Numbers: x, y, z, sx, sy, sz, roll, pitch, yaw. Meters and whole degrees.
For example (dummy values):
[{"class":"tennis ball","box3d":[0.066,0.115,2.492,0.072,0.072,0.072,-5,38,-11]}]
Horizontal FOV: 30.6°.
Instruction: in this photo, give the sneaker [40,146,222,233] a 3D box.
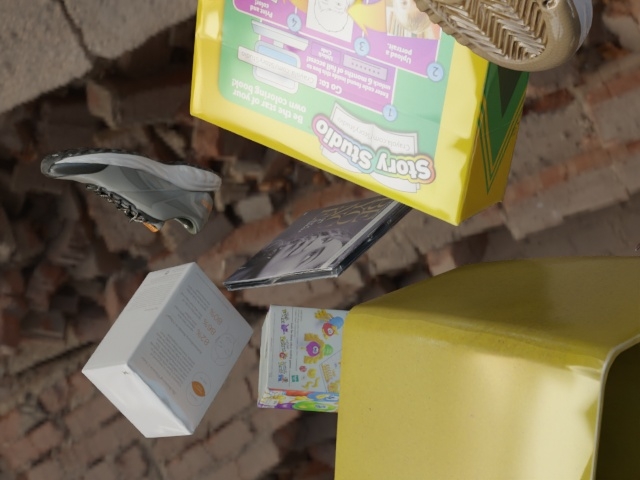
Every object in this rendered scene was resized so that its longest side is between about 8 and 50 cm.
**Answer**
[{"class":"sneaker","box3d":[-0.266,-0.072,1.665,0.271,0.100,0.108,12,89,-33]}]

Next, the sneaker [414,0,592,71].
[{"class":"sneaker","box3d":[0.065,-0.225,0.530,0.282,0.153,0.099,53,151,-15]}]

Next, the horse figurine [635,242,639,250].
[{"class":"horse figurine","box3d":[0.531,-0.081,1.504,0.174,0.066,0.263,18,114,-22]}]

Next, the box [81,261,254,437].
[{"class":"box","box3d":[-0.183,0.134,1.431,0.091,0.170,0.130,-12,125,42]}]

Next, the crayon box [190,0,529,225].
[{"class":"crayon box","box3d":[0.040,-0.227,1.207,0.363,0.106,0.313,25,124,29]}]

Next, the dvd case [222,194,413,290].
[{"class":"dvd case","box3d":[0.000,0.000,1.380,0.221,0.164,0.018,-9,116,52]}]

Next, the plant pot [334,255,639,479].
[{"class":"plant pot","box3d":[0.125,0.115,0.709,0.187,0.212,0.212,15,110,37]}]

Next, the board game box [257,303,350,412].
[{"class":"board game box","box3d":[0.043,0.202,1.923,0.275,0.144,0.142,5,159,-7]}]
